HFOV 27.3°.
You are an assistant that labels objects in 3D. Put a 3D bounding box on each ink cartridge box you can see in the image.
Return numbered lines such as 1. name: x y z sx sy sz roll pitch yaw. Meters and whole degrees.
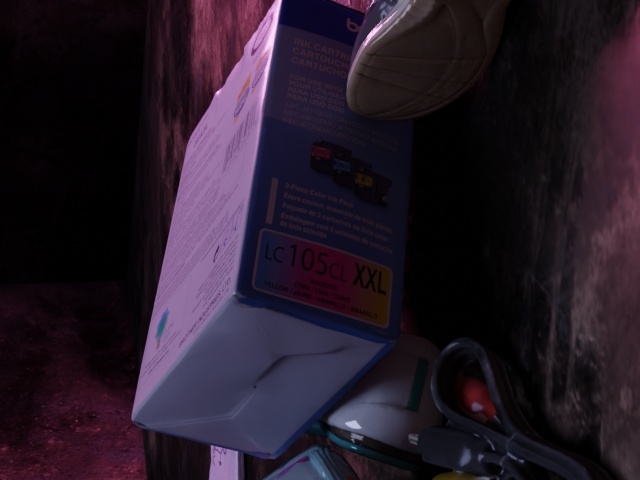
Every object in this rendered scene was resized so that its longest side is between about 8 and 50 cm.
1. ink cartridge box: -0.035 -0.038 1.210 0.270 0.151 0.396 131 151 -51

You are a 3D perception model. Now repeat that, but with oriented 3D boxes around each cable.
1. cable: 0.148 0.150 0.955 0.287 0.072 0.140 5 79 65

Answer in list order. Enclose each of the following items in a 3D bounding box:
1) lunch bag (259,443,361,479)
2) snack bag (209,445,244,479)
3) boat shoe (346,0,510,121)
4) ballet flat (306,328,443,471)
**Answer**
1. lunch bag: 0.025 0.289 1.135 0.224 0.108 0.279 55 174 7
2. snack bag: -0.174 0.314 2.308 0.323 0.037 0.343 -154 63 -74
3. boat shoe: 0.091 -0.197 1.012 0.285 0.102 0.092 116 155 -56
4. ballet flat: 0.029 0.138 1.293 0.400 0.139 0.139 172 96 -72
